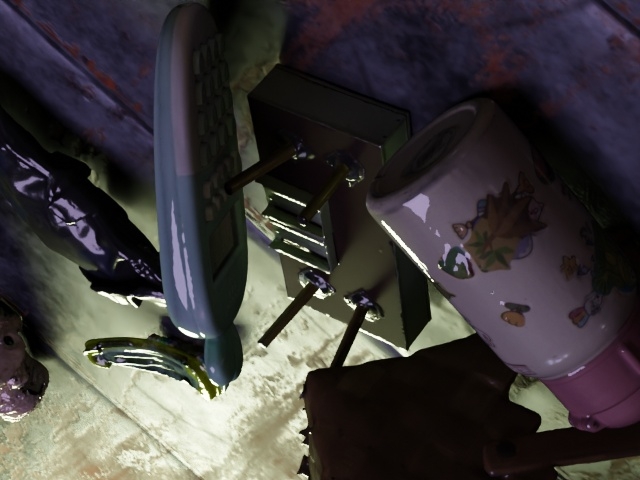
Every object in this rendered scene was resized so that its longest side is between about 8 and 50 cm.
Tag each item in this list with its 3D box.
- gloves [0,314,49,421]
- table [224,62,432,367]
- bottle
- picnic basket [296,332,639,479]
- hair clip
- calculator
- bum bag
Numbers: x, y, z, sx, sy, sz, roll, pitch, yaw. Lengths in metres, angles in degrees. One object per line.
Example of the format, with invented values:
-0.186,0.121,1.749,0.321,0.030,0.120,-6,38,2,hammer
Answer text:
-0.353,0.132,2.006,0.094,0.110,0.144,0,161,37,gloves
0.000,0.000,1.440,0.122,0.111,0.240,23,146,27,table
0.153,0.026,1.306,0.253,0.120,0.120,47,149,-16,bottle
0.151,0.228,1.445,0.321,0.291,0.254,-7,143,-8,picnic basket
-0.159,0.123,1.845,0.188,0.033,0.060,11,141,35,hair clip
-0.089,-0.031,1.394,0.042,0.184,0.295,-2,104,8,calculator
-0.230,-0.033,1.680,0.310,0.074,0.137,44,162,4,bum bag
